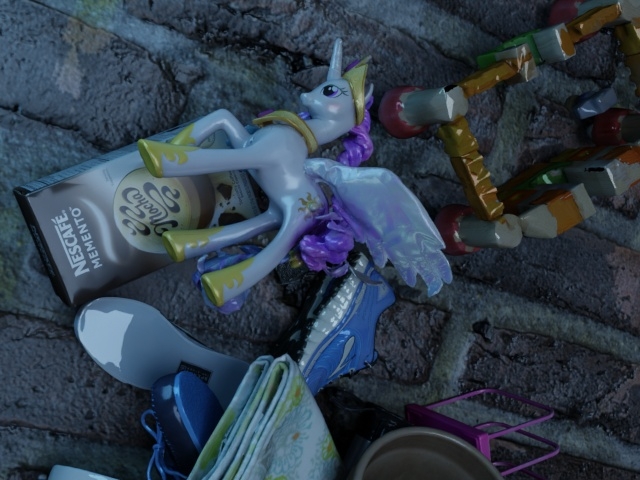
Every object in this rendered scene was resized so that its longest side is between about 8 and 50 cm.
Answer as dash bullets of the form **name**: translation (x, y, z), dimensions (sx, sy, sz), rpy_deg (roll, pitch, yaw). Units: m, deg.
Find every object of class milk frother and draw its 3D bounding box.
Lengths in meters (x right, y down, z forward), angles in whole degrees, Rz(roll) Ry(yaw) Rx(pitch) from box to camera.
- **milk frother**: translation (0.056, 0.322, 1.590), dimensions (0.143, 0.129, 0.134), rpy_deg (25, 83, 18)

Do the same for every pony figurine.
- **pony figurine**: translation (-0.024, -0.055, 1.304), dimensions (0.363, 0.303, 0.351), rpy_deg (-28, 99, -24)

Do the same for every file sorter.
- **file sorter**: translation (0.286, 0.413, 1.643), dimensions (0.182, 0.202, 0.290), rpy_deg (-11, 100, -27)

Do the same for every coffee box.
- **coffee box**: translation (-0.253, -0.046, 1.378), dimensions (0.297, 0.119, 0.168), rpy_deg (-25, 106, -21)

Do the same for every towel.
- **towel**: translation (-0.073, 0.381, 1.351), dimensions (0.320, 0.090, 0.374), rpy_deg (-58, 145, -35)

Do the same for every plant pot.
- **plant pot**: translation (0.131, 0.442, 1.454), dimensions (0.263, 0.229, 0.263), rpy_deg (12, 49, -14)

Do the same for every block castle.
- **block castle**: translation (0.342, -0.191, 1.600), dimensions (0.453, 0.213, 0.303), rpy_deg (-31, 104, -22)

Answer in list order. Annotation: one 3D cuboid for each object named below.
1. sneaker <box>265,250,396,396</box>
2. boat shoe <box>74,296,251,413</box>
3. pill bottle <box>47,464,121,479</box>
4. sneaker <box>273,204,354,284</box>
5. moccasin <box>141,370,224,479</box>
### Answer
- **sneaker**: translation (0.014, 0.184, 1.527), dimensions (0.147, 0.130, 0.330), rpy_deg (38, 79, -21)
- **boat shoe**: translation (-0.226, 0.162, 1.424), dimensions (0.306, 0.105, 0.113), rpy_deg (24, 81, -32)
- **pill bottle**: translation (-0.335, 0.515, 1.309), dimensions (0.224, 0.224, 0.392), rpy_deg (27, 68, -25)
- **sneaker**: translation (0.000, 0.000, 1.527), dimensions (0.178, 0.077, 0.072), rpy_deg (-43, 110, -14)
- **moccasin**: translation (-0.182, 0.312, 1.383), dimensions (0.117, 0.137, 0.342), rpy_deg (-10, 134, 9)
